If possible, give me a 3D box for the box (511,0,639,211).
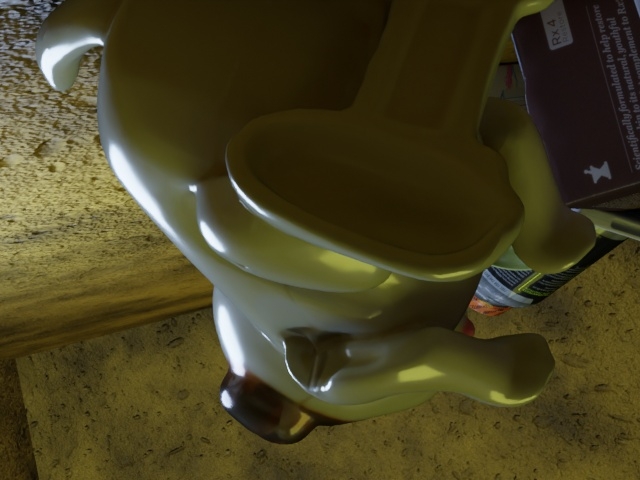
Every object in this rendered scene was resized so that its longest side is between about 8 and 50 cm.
[{"bbox_3d":[0.334,-0.137,1.188,0.143,0.191,0.381,-17,173,28],"label":"box"}]

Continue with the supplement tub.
[{"bbox_3d":[0.343,-0.024,1.782,0.193,0.193,0.316,-6,152,-45],"label":"supplement tub"}]

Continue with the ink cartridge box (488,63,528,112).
[{"bbox_3d":[0.196,-0.142,1.288,0.143,0.090,0.092,-10,173,-31],"label":"ink cartridge box"}]

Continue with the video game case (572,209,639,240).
[{"bbox_3d":[0.308,-0.046,1.346,0.193,0.023,0.212,15,-167,-31],"label":"video game case"}]

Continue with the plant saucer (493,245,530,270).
[{"bbox_3d":[0.276,-0.068,1.629,0.241,0.241,0.037,-17,-156,28],"label":"plant saucer"}]

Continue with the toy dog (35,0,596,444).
[{"bbox_3d":[0.000,0.000,0.831,0.395,0.285,0.408,4,147,10],"label":"toy dog"}]

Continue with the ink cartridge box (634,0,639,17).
[{"bbox_3d":[0.364,-0.171,0.964,0.065,0.186,0.311,-23,169,42],"label":"ink cartridge box"}]
